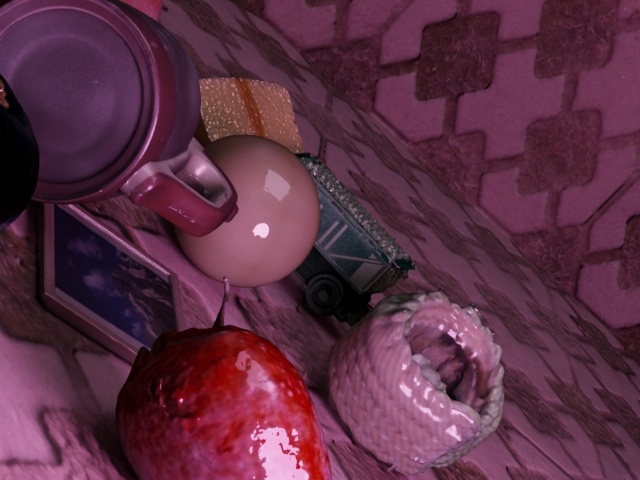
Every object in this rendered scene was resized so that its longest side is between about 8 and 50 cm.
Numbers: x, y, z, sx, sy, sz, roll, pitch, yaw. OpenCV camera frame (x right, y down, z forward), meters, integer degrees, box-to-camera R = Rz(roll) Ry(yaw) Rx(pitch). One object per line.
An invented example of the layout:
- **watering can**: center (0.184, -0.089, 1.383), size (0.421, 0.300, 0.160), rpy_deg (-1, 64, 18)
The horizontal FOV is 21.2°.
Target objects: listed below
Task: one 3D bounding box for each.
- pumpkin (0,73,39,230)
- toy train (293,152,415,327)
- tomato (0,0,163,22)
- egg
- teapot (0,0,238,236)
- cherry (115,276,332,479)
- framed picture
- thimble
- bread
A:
- **pumpkin**: center (-0.367, -0.106, 1.608), size (0.233, 0.163, 0.233), rpy_deg (57, 10, -16)
- **toy train**: center (0.000, 0.000, 2.407), size (0.269, 0.154, 0.115), rpy_deg (47, 12, 14)
- **tomato**: center (-0.341, -0.359, 2.302), size (0.270, 0.227, 0.270), rpy_deg (21, 1, 0)
- **egg**: center (-0.097, -0.041, 2.180), size (0.188, 0.188, 0.253), rpy_deg (39, 6, -19)
- **teapot**: center (-0.218, -0.131, 1.954), size (0.315, 0.233, 0.312), rpy_deg (49, 13, 6)
- **cherry**: center (-0.077, 0.186, 1.567), size (0.175, 0.192, 0.249), rpy_deg (-32, 81, -40)
- **framed picture**: center (-0.228, 0.052, 1.878), size (0.209, 0.019, 0.281), rpy_deg (37, 15, -25)
- **thimble**: center (0.123, 0.175, 2.117), size (0.219, 0.150, 0.219), rpy_deg (23, 46, -26)
- **bread**: center (-0.162, -0.146, 2.459), size (0.240, 0.178, 0.135), rpy_deg (-3, 75, -59)
